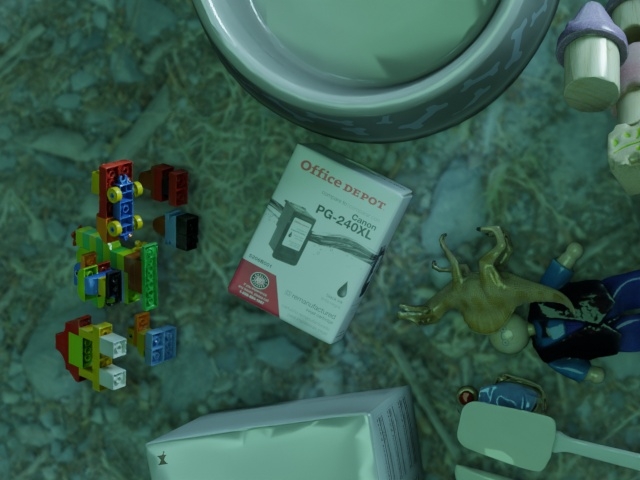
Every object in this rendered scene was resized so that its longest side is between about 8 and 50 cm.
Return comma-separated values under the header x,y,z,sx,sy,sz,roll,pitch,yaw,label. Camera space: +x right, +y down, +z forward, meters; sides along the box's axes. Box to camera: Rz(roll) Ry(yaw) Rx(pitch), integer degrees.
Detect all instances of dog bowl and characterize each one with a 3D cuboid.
x,y,z,sx,sy,sz,roll,pitch,yaw,label
0.039,-0.259,1.494,0.349,0.102,0.348,1,93,12,dog bowl

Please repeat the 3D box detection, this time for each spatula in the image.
x,y,z,sx,sy,sz,roll,pitch,yaw,label
0.229,0.232,1.491,0.242,0.019,0.168,14,115,10,spatula

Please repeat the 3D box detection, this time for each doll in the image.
x,y,z,sx,sy,sz,roll,pitch,yaw,label
0.238,0.063,1.494,0.189,0.046,0.129,-13,99,18,doll

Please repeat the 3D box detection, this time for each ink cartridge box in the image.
x,y,z,sx,sy,sz,roll,pitch,yaw,label
0.000,0.000,1.531,0.109,0.063,0.150,27,97,9,ink cartridge box

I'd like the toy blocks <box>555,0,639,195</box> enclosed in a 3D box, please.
x,y,z,sx,sy,sz,roll,pitch,yaw,label
0.345,-0.183,1.348,0.289,0.309,0.260,-15,48,27,toy blocks

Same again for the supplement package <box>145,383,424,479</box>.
x,y,z,sx,sy,sz,roll,pitch,yaw,label
-0.020,0.218,1.473,0.194,0.203,0.149,-9,90,12,supplement package

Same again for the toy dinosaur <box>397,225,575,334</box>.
x,y,z,sx,sy,sz,roll,pitch,yaw,label
0.152,0.036,1.497,0.183,0.053,0.092,-8,82,38,toy dinosaur

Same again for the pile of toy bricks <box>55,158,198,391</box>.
x,y,z,sx,sy,sz,roll,pitch,yaw,label
-0.190,0.019,1.563,0.105,0.118,0.212,19,114,38,pile of toy bricks

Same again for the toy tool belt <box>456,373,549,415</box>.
x,y,z,sx,sy,sz,roll,pitch,yaw,label
0.158,0.144,1.511,0.083,0.051,0.052,8,94,11,toy tool belt
